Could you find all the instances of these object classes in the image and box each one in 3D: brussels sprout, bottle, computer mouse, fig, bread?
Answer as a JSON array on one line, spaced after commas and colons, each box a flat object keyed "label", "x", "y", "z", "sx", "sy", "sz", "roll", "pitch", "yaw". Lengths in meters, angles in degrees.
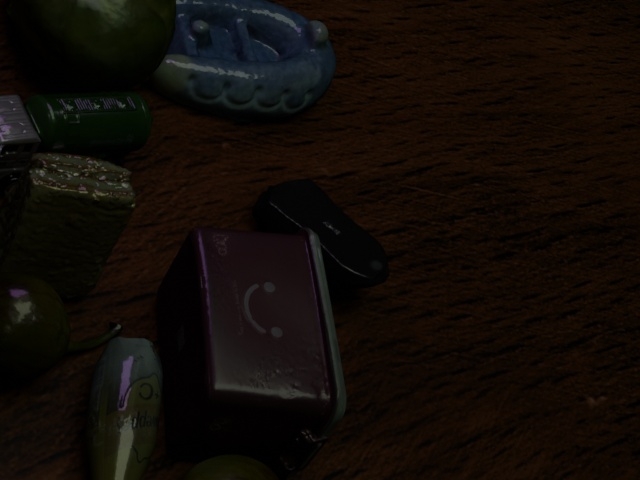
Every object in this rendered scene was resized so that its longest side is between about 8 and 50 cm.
[{"label": "brussels sprout", "x": -0.318, "y": -0.324, "z": 1.837, "sx": 0.271, "sy": 0.210, "sz": 0.219, "roll": 41, "pitch": 61, "yaw": 18}, {"label": "bottle", "x": -0.223, "y": 0.233, "z": 1.501, "sx": 0.083, "sy": 0.083, "sz": 0.270, "roll": 20, "pitch": 46, "yaw": -23}, {"label": "computer mouse", "x": 0.000, "y": 0.000, "z": 1.889, "sx": 0.217, "sy": 0.073, "sz": 0.122, "roll": 44, "pitch": 37, "yaw": 14}, {"label": "fig", "x": -0.093, "y": 0.308, "z": 1.501, "sx": 0.153, "sy": 0.121, "sz": 0.136, "roll": 55, "pitch": 0, "yaw": 45}, {"label": "fig", "x": -0.315, "y": 0.105, "z": 1.551, "sx": 0.236, "sy": 0.124, "sz": 0.124, "roll": 19, "pitch": 39, "yaw": -60}, {"label": "bread", "x": -0.306, "y": -0.022, "z": 1.580, "sx": 0.138, "sy": 0.196, "sz": 0.102, "roll": 3, "pitch": 49, "yaw": -30}]

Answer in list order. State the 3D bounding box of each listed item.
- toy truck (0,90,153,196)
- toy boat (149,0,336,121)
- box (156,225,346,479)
[{"label": "toy truck", "x": -0.334, "y": -0.133, "z": 1.711, "sx": 0.242, "sy": 0.125, "sz": 0.101, "roll": -9, "pitch": 61, "yaw": -41}, {"label": "toy boat", "x": -0.114, "y": -0.295, "z": 2.030, "sx": 0.330, "sy": 0.123, "sz": 0.215, "roll": 8, "pitch": 49, "yaw": -31}, {"label": "box", "x": -0.094, "y": 0.128, "z": 1.623, "sx": 0.167, "sy": 0.193, "sz": 0.294, "roll": 8, "pitch": 50, "yaw": -22}]
